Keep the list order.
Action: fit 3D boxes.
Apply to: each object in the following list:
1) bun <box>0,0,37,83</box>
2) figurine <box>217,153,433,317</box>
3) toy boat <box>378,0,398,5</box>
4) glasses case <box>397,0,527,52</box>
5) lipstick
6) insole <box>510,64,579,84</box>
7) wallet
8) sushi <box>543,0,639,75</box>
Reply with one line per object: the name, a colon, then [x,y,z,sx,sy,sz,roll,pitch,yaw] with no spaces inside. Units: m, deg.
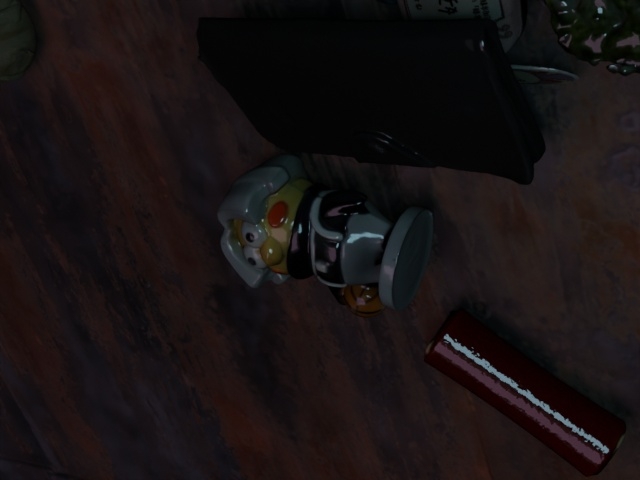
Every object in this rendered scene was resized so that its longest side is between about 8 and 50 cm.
bun: [-0.449,-0.260,1.406,0.173,0.113,0.167,-13,116,46]
figurine: [0.000,0.000,1.278,0.236,0.133,0.176,18,131,21]
toy boat: [0.041,-0.278,1.064,0.055,0.060,0.141,-21,117,45]
glasses case: [0.110,-0.299,0.974,0.122,0.075,0.314,11,133,32]
lipstick: [0.233,0.174,1.286,0.241,0.080,0.080,35,138,8]
insole: [0.155,-0.161,1.081,0.197,0.065,0.004,7,86,35]
wallet: [0.042,-0.147,1.130,0.377,0.051,0.197,11,147,39]
sushi: [0.308,-0.274,0.771,0.351,0.178,0.294,7,126,37]
